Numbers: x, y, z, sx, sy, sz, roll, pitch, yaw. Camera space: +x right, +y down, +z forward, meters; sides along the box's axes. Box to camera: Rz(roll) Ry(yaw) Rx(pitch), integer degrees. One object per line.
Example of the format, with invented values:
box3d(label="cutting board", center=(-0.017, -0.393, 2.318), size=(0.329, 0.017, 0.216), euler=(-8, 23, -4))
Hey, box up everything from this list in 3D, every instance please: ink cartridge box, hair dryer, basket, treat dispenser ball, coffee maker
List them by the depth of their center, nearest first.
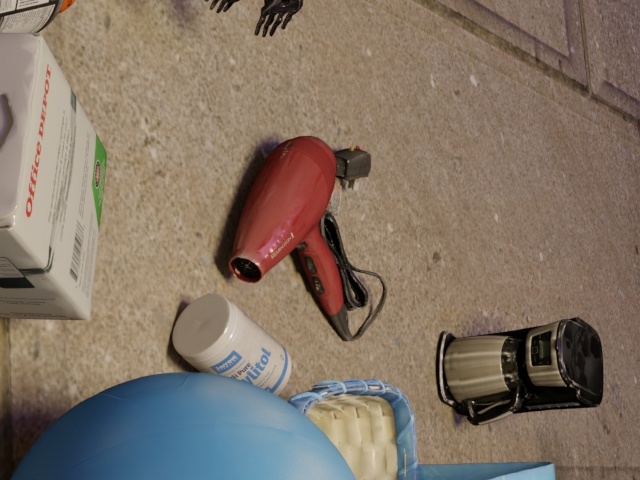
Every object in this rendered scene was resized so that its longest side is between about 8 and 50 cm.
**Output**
box3d(label="ink cartridge box", center=(-0.229, -0.043, 1.015), size=(0.208, 0.087, 0.153), euler=(78, 14, -68))
box3d(label="treat dispenser ball", center=(-0.103, 0.242, 1.016), size=(0.288, 0.288, 0.288), euler=(23, 61, -52))
box3d(label="basket", center=(0.042, 0.227, 1.242), size=(0.255, 0.289, 0.201), euler=(7, 75, -56))
box3d(label="hair dryer", center=(0.000, 0.000, 1.443), size=(0.293, 0.080, 0.223), euler=(-3, 84, -57))
box3d(label="coffee maker", center=(0.261, 0.158, 1.706), size=(0.171, 0.178, 0.120), euler=(-5, 86, -57))

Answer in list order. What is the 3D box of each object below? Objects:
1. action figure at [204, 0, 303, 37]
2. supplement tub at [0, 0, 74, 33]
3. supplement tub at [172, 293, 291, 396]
box3d(label="action figure", center=(-0.121, -0.325, 1.311), size=(0.164, 0.141, 0.275), euler=(8, 47, -48))
box3d(label="supplement tub", center=(-0.275, -0.203, 1.045), size=(0.190, 0.117, 0.117), euler=(-33, 108, -56))
box3d(label="supplement tub", center=(-0.082, 0.106, 1.292), size=(0.107, 0.071, 0.071), euler=(44, 46, -42))
